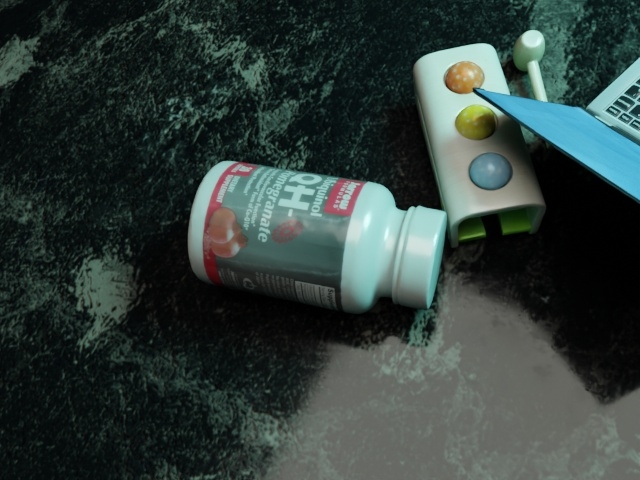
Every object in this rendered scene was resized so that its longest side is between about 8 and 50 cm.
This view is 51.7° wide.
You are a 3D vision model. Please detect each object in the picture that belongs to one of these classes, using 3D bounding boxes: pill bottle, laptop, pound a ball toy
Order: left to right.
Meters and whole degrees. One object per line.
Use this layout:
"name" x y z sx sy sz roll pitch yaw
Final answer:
"pill bottle" 0.000 0.000 0.888 0.318 0.176 0.177 10 67 14
"pound a ball toy" 0.255 -0.170 0.946 0.208 0.136 0.319 -10 64 5
"laptop" 0.479 -0.165 0.780 0.408 0.236 0.382 -43 51 2
